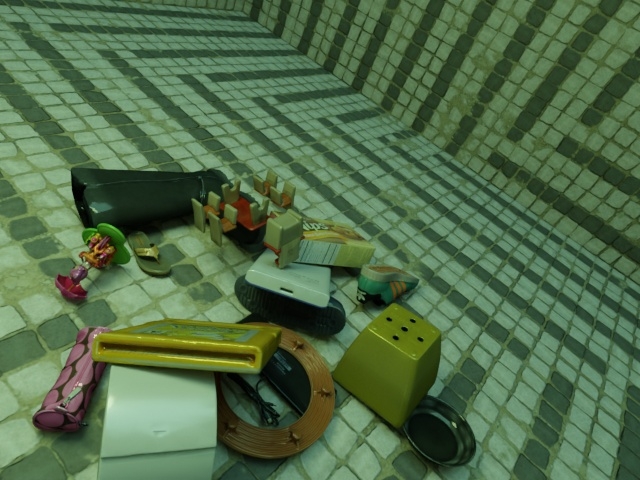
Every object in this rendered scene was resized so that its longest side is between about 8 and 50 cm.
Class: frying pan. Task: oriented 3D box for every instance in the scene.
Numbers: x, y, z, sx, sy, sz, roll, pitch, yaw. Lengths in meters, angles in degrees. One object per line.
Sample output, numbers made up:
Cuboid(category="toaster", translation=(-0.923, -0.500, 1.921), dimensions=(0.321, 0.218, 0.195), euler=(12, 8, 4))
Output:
Cuboid(category="frying pan", translation=(0.257, 0.436, 1.105), dimensions=(0.197, 0.053, 0.326), euler=(-3, 36, -34))

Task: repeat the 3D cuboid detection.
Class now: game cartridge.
Cuboid(category="game cartridge", translation=(-0.233, 0.198, 0.857), dimensions=(0.285, 0.053, 0.324), euler=(4, -3, 1))

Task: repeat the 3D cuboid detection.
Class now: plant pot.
Cuboid(category="plant pot", translation=(0.187, 0.291, 1.087), dimensions=(0.212, 0.187, 0.212), euler=(31, 36, 27))

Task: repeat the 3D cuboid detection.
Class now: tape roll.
Cuboid(category="tape roll", translation=(-0.290, 0.333, 0.751), dimensions=(0.169, 0.246, 0.246), euler=(6, 42, -23))

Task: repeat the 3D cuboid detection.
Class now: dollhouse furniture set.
Cuboid(category="dollhouse furniture set", translation=(-0.169, -0.052, 1.153), dimensions=(0.259, 0.135, 0.262), euler=(34, 45, 30))

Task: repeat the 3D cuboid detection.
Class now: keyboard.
Cuboid(category="keyboard", translation=(-0.122, 0.322, 1.037), dimensions=(0.317, 0.033, 0.201), euler=(40, 38, 19))

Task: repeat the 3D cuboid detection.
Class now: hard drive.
Cuboid(category="hard drive", translation=(-0.076, 0.093, 1.190), dimensions=(0.210, 0.040, 0.319), euler=(19, 9, -1))

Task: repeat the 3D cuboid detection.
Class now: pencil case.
Cuboid(category="pencil case", translation=(-0.473, 0.264, 0.846), dimensions=(0.095, 0.098, 0.209), euler=(14, 38, -15))

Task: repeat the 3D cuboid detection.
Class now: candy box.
Cuboid(category="candy box", translation=(0.000, 0.000, 1.361), dimensions=(0.316, 0.088, 0.183), euler=(7, 23, -37))

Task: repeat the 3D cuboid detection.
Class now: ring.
Cuboid(category="ring", translation=(-0.120, 0.323, 0.986), dimensions=(0.336, 0.032, 0.337), euler=(17, 37, -13))

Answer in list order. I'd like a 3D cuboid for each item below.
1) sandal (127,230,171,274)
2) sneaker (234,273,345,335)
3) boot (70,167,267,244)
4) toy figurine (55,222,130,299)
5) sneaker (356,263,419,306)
Cuboid(category="sandal", translation=(-0.470, 0.027, 1.164), dimensions=(0.072, 0.049, 0.180), euler=(-16, 53, -43))
Cuboid(category="sneaker", translation=(-0.082, 0.169, 1.202), dimensions=(0.318, 0.112, 0.131), euler=(23, 14, -1))
Cuboid(category="boot", translation=(-0.427, -0.089, 1.223), dimensions=(0.445, 0.146, 0.367), euler=(-6, 35, -45))
Cuboid(category="toy figurine", translation=(-0.547, 0.062, 1.010), dimensions=(0.130, 0.173, 0.159), euler=(35, 49, -16))
Cuboid(category="sneaker", translation=(0.212, 0.149, 1.387), dimensions=(0.108, 0.121, 0.302), euler=(29, 13, 40))
